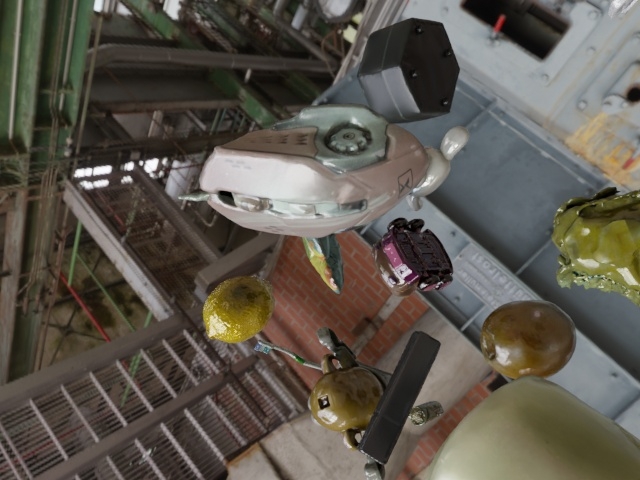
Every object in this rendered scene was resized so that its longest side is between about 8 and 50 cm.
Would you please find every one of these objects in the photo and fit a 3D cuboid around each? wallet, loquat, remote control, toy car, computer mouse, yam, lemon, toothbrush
[{"bbox_3d":[0.647,-0.513,0.945,0.032,0.183,0.124,54,-152,9],"label":"wallet"},{"bbox_3d":[0.475,0.225,1.111,0.227,0.179,0.179,-6,-134,-17],"label":"loquat"},{"bbox_3d":[0.148,0.285,0.897,0.063,0.025,0.245,28,-101,0],"label":"remote control"},{"bbox_3d":[0.302,0.086,1.749,0.340,0.240,0.272,4,-124,-49],"label":"toy car"},{"bbox_3d":[-0.033,-0.080,0.717,0.388,0.200,0.115,-8,-136,6],"label":"computer mouse"},{"bbox_3d":[0.307,0.497,1.413,0.132,0.054,0.054,9,-142,-52],"label":"yam"},{"bbox_3d":[-0.258,0.216,1.563,0.260,0.204,0.204,-37,-111,-23],"label":"lemon"},{"bbox_3d":[-0.054,0.317,1.316,0.303,0.030,0.030,28,-150,-38],"label":"toothbrush"}]

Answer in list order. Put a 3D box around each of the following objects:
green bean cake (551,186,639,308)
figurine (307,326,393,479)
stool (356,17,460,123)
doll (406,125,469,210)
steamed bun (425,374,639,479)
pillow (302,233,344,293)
[{"bbox_3d":[0.479,0.060,0.649,0.202,0.284,0.310,13,-119,-59],"label":"green bean cake"},{"bbox_3d":[0.080,0.372,1.143,0.342,0.167,0.285,46,-171,28],"label":"figurine"},{"bbox_3d":[0.204,-0.377,1.106,0.232,0.233,0.141,-7,-172,-42],"label":"stool"},{"bbox_3d":[0.290,-0.231,1.679,0.365,0.377,0.187,-9,-141,-29],"label":"doll"},{"bbox_3d":[0.400,0.415,0.776,0.371,0.290,0.456,31,167,36],"label":"steamed bun"},{"bbox_3d":[0.000,0.000,1.174,0.086,0.234,0.214,-21,-137,-1],"label":"pillow"}]
